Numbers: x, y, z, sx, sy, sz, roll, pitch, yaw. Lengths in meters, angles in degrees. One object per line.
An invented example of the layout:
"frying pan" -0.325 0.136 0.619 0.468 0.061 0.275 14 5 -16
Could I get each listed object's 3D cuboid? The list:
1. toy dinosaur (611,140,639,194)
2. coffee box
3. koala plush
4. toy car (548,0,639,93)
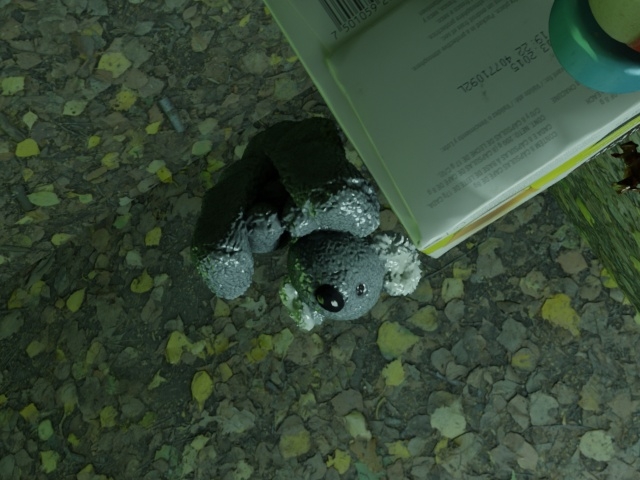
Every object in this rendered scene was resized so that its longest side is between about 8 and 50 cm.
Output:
"toy dinosaur" 0.230 -0.006 0.226 0.218 0.322 0.164 16 -115 -38
"coffee box" 0.168 -0.212 0.902 0.338 0.337 0.334 58 -173 9
"koala plush" 0.000 0.000 0.901 0.221 0.196 0.203 53 -160 -32
"toy car" 0.253 -0.127 0.338 0.238 0.210 0.219 31 172 4
